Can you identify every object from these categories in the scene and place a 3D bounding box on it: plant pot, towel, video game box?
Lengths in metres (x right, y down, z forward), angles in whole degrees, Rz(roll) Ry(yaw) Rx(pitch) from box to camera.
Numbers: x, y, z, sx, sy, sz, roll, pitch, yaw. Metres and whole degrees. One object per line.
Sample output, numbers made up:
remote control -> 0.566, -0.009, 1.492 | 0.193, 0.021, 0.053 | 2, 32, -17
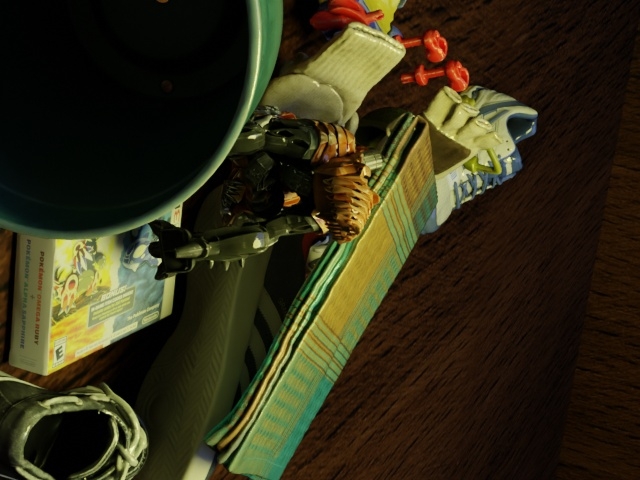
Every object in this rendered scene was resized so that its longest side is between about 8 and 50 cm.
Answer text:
plant pot -> -0.142, -0.164, 0.926 | 0.255, 0.272, 0.271 | -52, 151, -70
towel -> 0.011, 0.071, 1.307 | 0.370, 0.040, 0.271 | -60, 167, -10
video game box -> -0.193, 0.001, 1.170 | 0.205, 0.048, 0.187 | -27, 126, -61

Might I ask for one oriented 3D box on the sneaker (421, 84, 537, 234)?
sneaker -> 0.231, -0.120, 1.974 | 0.296, 0.131, 0.112 | -58, 155, -31

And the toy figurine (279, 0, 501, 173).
toy figurine -> 0.077, -0.244, 1.452 | 0.362, 0.191, 0.217 | 49, 41, -44

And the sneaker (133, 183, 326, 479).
sneaker -> -0.079, 0.120, 1.358 | 0.148, 0.131, 0.350 | 24, 82, -43

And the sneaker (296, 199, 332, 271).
sneaker -> 0.000, 0.000, 1.555 | 0.235, 0.094, 0.153 | -59, 147, -55

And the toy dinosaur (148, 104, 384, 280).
toy dinosaur -> -0.037, -0.062, 1.135 | 0.322, 0.218, 0.164 | 163, -80, -72

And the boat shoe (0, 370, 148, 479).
boat shoe -> -0.211, 0.179, 1.165 | 0.113, 0.105, 0.306 | -68, 157, -14

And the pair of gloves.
pair of gloves -> 0.049, -0.117, 1.386 | 0.240, 0.204, 0.042 | 30, 44, -34
